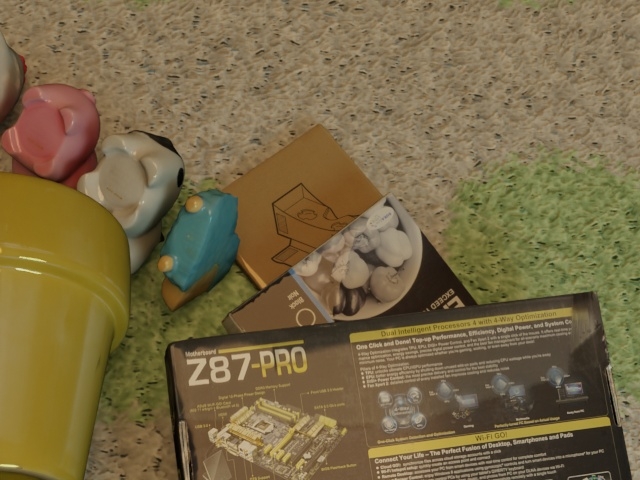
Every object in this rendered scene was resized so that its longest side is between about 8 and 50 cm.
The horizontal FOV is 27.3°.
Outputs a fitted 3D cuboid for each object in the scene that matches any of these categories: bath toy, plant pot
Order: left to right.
[{"bbox_3d":[-0.282,0.108,1.096,0.253,0.254,0.239,-2,59,-8],"label":"plant pot"},{"bbox_3d":[-0.235,-0.078,1.264,0.348,0.129,0.151,37,105,12],"label":"bath toy"}]

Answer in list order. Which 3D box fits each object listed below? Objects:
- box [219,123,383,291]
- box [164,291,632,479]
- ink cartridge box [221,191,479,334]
[{"bbox_3d":[0.000,0.000,1.318,0.164,0.021,0.201,-36,77,-18],"label":"box"},{"bbox_3d":[0.075,0.224,1.153,0.394,0.097,0.318,-7,79,-11],"label":"box"},{"bbox_3d":[0.049,0.095,1.255,0.206,0.045,0.208,-37,89,-17],"label":"ink cartridge box"}]
